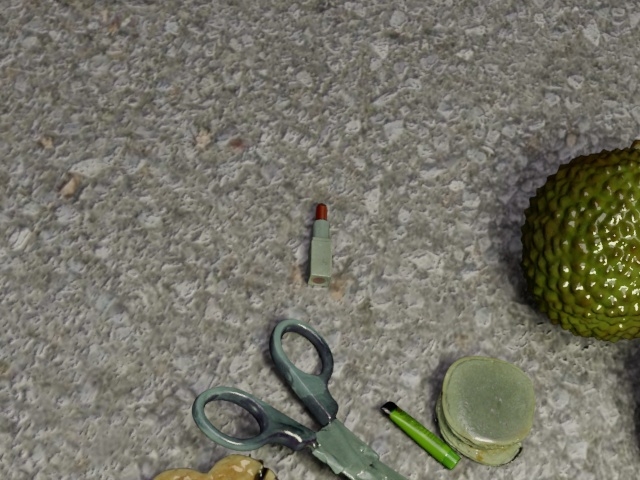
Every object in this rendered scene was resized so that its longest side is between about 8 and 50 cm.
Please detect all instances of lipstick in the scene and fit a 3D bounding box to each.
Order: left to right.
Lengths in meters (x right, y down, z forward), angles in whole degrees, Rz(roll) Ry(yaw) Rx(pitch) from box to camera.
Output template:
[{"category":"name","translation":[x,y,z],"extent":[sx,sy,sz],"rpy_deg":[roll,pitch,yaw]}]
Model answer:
[{"category":"lipstick","translation":[0.000,0.000,2.105],"extent":[0.030,0.030,0.129],"rpy_deg":[6,58,-8]}]

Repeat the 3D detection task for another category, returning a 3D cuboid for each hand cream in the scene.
[{"category":"hand cream","translation":[0.131,0.253,1.981],"extent":[0.122,0.023,0.036],"rpy_deg":[40,22,13]}]

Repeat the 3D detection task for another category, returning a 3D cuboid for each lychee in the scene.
[{"category":"lychee","translation":[0.413,-0.003,2.061],"extent":[0.270,0.270,0.320],"rpy_deg":[37,81,12]}]

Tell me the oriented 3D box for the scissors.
[{"category":"scissors","translation":[0.039,0.272,1.929],"extent":[0.383,0.029,0.256],"rpy_deg":[39,42,7]}]

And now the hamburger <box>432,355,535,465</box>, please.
[{"category":"hamburger","translation":[0.217,0.222,1.997],"extent":[0.133,0.062,0.140],"rpy_deg":[11,55,-9]}]

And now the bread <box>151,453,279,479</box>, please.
[{"category":"bread","translation":[-0.100,0.406,1.825],"extent":[0.316,0.054,0.316],"rpy_deg":[6,57,-9]}]
